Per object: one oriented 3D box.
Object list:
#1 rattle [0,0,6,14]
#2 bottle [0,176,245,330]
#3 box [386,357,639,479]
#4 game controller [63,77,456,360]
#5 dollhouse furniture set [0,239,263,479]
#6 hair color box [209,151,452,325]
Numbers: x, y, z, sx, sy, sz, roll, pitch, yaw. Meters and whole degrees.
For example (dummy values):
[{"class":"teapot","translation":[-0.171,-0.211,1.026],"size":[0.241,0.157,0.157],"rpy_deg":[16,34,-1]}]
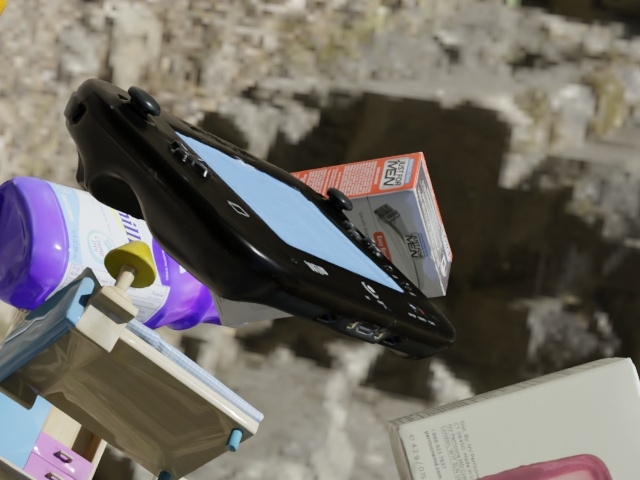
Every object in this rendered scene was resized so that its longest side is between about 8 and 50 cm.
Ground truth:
[{"class":"rattle","translation":[-0.337,-0.161,1.827],"size":[0.143,0.200,0.130],"rpy_deg":[0,115,-42]},{"class":"bottle","translation":[-0.175,0.024,1.687],"size":[0.283,0.092,0.118],"rpy_deg":[16,41,-43]},{"class":"box","translation":[0.192,0.203,1.774],"size":[0.148,0.232,0.126],"rpy_deg":[108,-34,-86]},{"class":"game controller","translation":[-0.024,-0.005,1.077],"size":[0.067,0.166,0.319],"rpy_deg":[-57,155,5]},{"class":"dollhouse furniture set","translation":[-0.134,0.122,1.607],"size":[0.286,0.303,0.198],"rpy_deg":[36,47,-17]},{"class":"hair color box","translation":[0.000,0.000,1.313],"size":[0.053,0.167,0.093],"rpy_deg":[-74,152,-54]}]
